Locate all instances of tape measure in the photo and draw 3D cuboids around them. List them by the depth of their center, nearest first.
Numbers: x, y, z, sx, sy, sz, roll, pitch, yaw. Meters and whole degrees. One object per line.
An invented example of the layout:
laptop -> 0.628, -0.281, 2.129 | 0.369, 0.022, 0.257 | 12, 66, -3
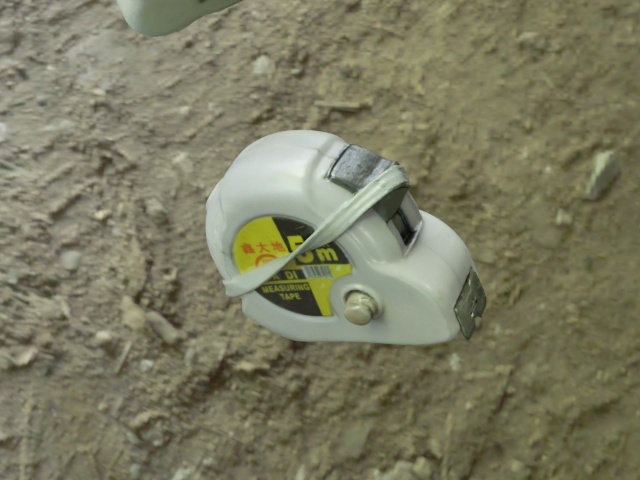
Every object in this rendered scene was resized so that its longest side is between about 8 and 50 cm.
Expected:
tape measure -> 0.000, 0.000, 0.938 | 0.120, 0.236, 0.197 | -59, 134, -43

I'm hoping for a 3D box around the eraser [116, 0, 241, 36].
eraser -> -0.115, -0.355, 1.156 | 0.331, 0.331, 0.150 | -14, 73, -36
